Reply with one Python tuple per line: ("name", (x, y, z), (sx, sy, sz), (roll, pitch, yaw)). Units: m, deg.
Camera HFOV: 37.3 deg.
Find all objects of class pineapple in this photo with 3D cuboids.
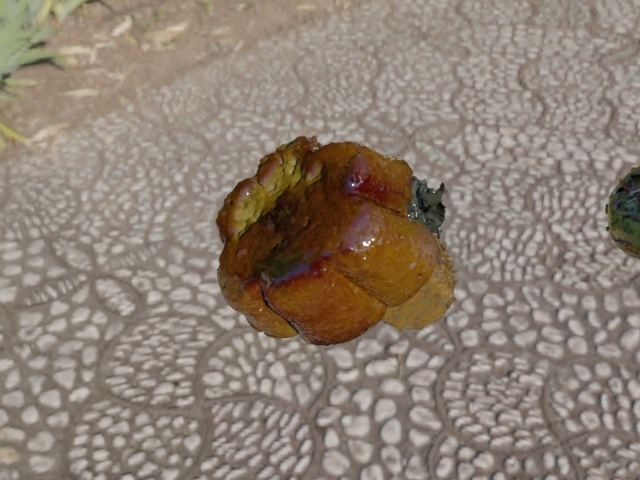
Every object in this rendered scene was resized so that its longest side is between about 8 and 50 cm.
("pineapple", (0.117, 0.002, 1.181), (0.125, 0.125, 0.251), (4, 31, 6))

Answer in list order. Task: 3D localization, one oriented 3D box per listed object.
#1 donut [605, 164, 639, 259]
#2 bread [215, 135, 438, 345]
("donut", (0.485, -0.048, 1.335), (0.174, 0.068, 0.174), (-19, 50, 24))
("bread", (-0.007, -0.007, 1.061), (0.246, 0.135, 0.232), (-29, 53, 22))
